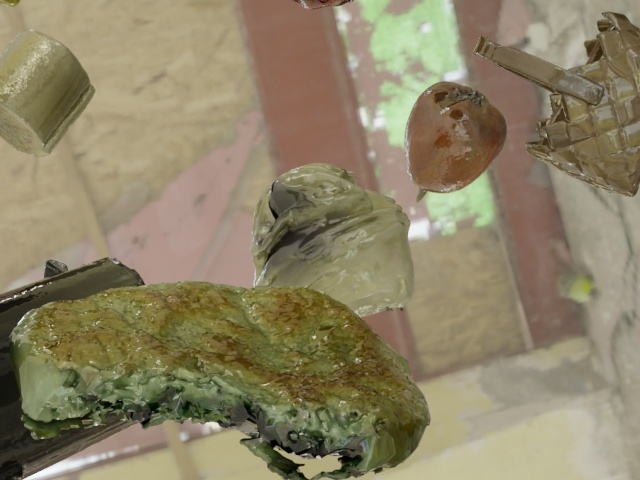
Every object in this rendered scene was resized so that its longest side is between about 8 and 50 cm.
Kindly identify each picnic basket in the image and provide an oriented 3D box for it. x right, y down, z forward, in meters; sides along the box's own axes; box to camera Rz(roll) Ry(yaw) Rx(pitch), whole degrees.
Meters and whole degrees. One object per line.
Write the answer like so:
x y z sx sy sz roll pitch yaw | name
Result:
0.215 -0.132 0.984 0.138 0.178 0.128 -62 -7 7 | picnic basket

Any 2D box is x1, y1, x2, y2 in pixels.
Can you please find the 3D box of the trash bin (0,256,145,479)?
-0.330 0.157 1.265 0.252 0.301 0.203 48 138 23 | trash bin

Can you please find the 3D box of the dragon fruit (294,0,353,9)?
-0.005 -0.313 1.227 0.121 0.142 0.130 -106 37 -70 | dragon fruit

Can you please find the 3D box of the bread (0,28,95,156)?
-0.433 -0.220 1.734 0.134 0.141 0.148 13 149 33 | bread

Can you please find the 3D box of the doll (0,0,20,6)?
-0.464 -0.365 1.432 0.145 0.199 0.363 55 130 56 | doll

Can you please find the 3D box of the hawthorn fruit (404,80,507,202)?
0.240 -0.178 2.226 0.251 0.199 0.199 -59 32 26 | hawthorn fruit

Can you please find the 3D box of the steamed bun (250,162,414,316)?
0.000 0.000 1.918 0.206 0.320 0.275 35 -120 -49 | steamed bun

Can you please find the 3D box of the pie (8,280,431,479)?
-0.082 0.109 1.008 0.296 0.371 0.078 -51 -32 -66 | pie
